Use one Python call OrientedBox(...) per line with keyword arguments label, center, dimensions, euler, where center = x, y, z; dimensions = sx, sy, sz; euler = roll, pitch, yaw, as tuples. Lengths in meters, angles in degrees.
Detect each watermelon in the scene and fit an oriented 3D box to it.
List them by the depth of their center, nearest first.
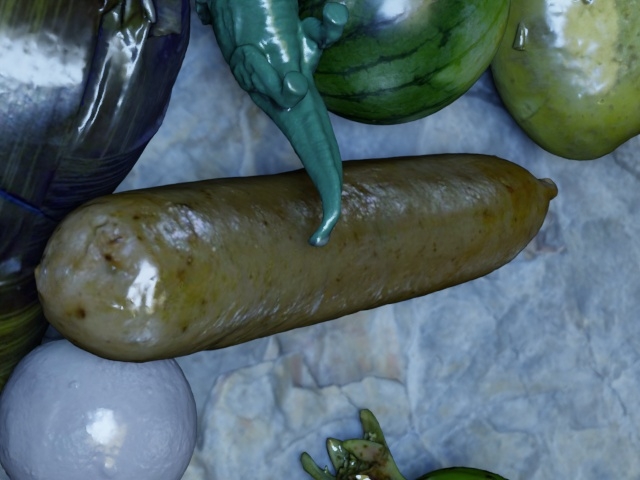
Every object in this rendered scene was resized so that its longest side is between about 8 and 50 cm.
OrientedBox(label="watermelon", center=(0.041, -0.182, 1.053), dimensions=(0.215, 0.188, 0.188), euler=(-22, 103, 7))

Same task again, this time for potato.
OrientedBox(label="potato", center=(0.224, -0.193, 1.134), dimensions=(0.197, 0.149, 0.228), euler=(-34, 107, -28))

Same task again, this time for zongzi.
OrientedBox(label="zongzi", center=(-0.342, -0.060, 0.937), dimensions=(0.403, 0.208, 0.432), euler=(22, 103, -15))

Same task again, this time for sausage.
OrientedBox(label="sausage", center=(-0.002, 0.001, 1.023), dimensions=(0.501, 0.136, 0.123), euler=(-10, 78, -45))

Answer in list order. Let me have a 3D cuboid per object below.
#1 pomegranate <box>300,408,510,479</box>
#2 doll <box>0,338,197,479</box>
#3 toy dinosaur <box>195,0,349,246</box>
OrientedBox(label="pomegranate", center=(0.085, 0.264, 1.111), dimensions=(0.211, 0.211, 0.263), euler=(-37, 82, -13))
OrientedBox(label="doll", center=(-0.153, 0.214, 0.939), dimensions=(0.151, 0.151, 0.287), euler=(0, 78, -20))
OrientedBox(label="toy dinosaur", center=(-0.026, -0.144, 0.945), dimensions=(0.079, 0.120, 0.292), euler=(-9, 55, -34))
